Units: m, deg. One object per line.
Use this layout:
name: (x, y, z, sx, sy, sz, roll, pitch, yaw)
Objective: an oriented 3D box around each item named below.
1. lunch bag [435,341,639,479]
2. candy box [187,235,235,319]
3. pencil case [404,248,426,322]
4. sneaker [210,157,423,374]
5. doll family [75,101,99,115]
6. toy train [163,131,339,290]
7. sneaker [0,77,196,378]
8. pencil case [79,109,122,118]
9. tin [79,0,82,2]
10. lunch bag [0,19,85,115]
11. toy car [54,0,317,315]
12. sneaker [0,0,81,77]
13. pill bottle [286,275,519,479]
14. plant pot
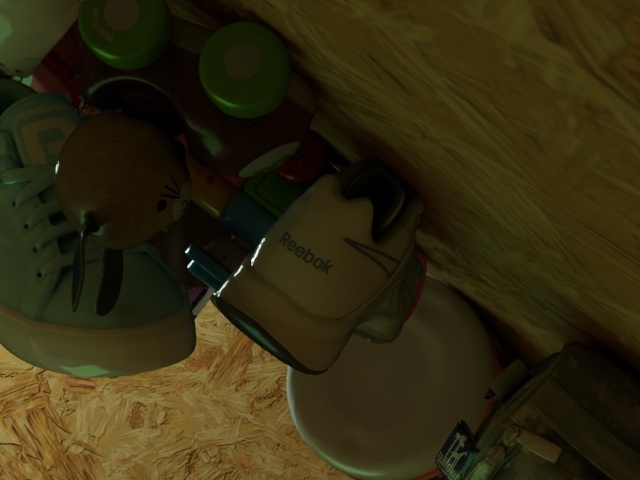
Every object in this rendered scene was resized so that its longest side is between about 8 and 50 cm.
lunch bag: (0.235, 0.220, 0.848, 0.305, 0.212, 0.256, 36, 160, 13)
candy box: (-0.147, -0.039, 1.282, 0.165, 0.196, 0.070, 38, 177, 5)
pencil case: (0.000, 0.000, 1.136, 0.236, 0.104, 0.104, 34, 175, 41)
sneaker: (0.032, 0.006, 0.834, 0.111, 0.129, 0.297, 36, -165, 7)
doll family: (-0.307, -0.214, 1.269, 0.263, 0.118, 0.163, 36, 177, 22)
toy train: (-0.113, -0.072, 0.945, 0.248, 0.143, 0.105, 37, 176, 11)
sneaker: (-0.208, -0.027, 0.873, 0.366, 0.135, 0.150, 34, 134, 49)
pencil case: (-0.281, -0.138, 1.481, 0.306, 0.119, 0.133, -63, -49, -78)
tin: (-0.165, -0.193, 0.786, 0.106, 0.040, 0.190, 44, 175, -19)
lunch bag: (-0.354, -0.211, 1.066, 0.258, 0.120, 0.293, -22, 130, 33)
toy car: (-0.100, -0.039, 0.709, 0.149, 0.188, 0.155, 23, 174, 6)
sneaker: (-0.318, -0.171, 0.941, 0.169, 0.293, 0.108, 37, -138, -42)
pill bottle: (0.138, 0.202, 1.330, 0.224, 0.224, 0.392, 36, 176, 33)
plant pot: (-0.154, -0.034, 1.117, 0.167, 0.165, 0.167, -2, 177, 0)
